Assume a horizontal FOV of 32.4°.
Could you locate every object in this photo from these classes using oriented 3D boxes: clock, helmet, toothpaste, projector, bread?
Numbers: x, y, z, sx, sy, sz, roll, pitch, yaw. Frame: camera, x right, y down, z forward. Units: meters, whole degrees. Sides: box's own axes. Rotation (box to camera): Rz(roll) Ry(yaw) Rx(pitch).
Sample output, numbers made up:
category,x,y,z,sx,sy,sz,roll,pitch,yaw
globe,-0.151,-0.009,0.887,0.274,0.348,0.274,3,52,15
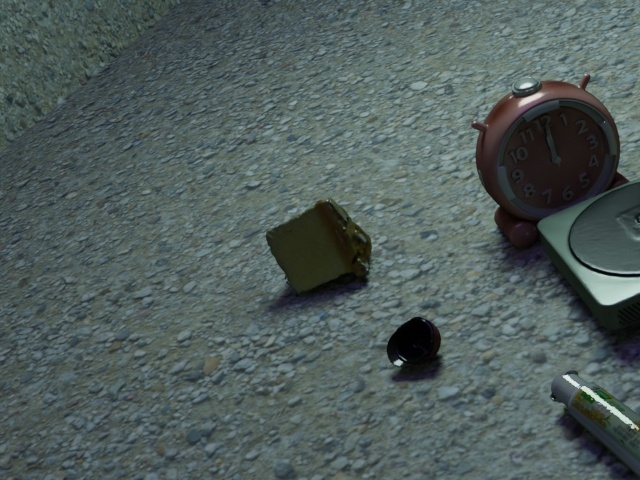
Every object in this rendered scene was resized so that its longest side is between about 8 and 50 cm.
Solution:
category,x,y,z,sx,sy,sz,roll,pitch,yaw
clock,0.351,-0.146,1.735,0.227,0.241,0.142,-24,26,0
helmet,0.140,0.149,1.587,0.084,0.049,0.065,-39,60,22
toothpaste,0.376,0.239,1.273,0.056,0.058,0.314,13,17,-32
projector,0.471,0.006,1.558,0.257,0.079,0.259,-23,29,1
bread,0.000,0.000,1.840,0.147,0.152,0.127,-23,27,18
